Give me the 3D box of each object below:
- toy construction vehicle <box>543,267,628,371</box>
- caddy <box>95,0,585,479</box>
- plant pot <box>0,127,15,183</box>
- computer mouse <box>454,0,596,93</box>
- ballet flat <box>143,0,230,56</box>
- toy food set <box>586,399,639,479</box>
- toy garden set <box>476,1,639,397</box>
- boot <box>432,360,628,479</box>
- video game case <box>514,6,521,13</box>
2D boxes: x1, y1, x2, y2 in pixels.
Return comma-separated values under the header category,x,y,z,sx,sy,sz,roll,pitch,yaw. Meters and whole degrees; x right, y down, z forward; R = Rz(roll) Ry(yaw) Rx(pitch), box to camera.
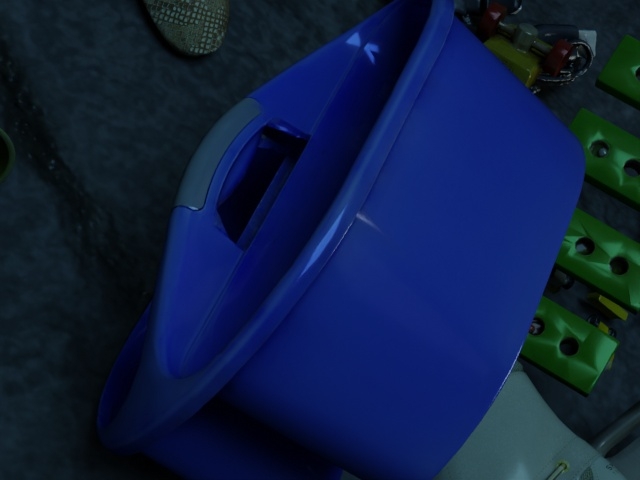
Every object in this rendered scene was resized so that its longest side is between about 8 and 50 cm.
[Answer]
category,x,y,z,sx,sy,sz,roll,pitch,yaw
toy construction vehicle,0.188,0.045,1.028,0.086,0.035,0.098,34,53,-24
caddy,0.000,0.000,0.804,0.179,0.241,0.341,38,51,-14
plant pot,-0.225,-0.076,0.816,0.083,0.083,0.079,5,51,-29
computer mouse,0.114,-0.249,1.095,0.189,0.072,0.272,-5,68,-32
ballet flat,-0.096,-0.230,0.975,0.073,0.067,0.206,-1,66,-32
toy food set,0.299,0.231,0.912,0.220,0.092,0.306,-38,86,3
toy garden set,0.160,-0.040,0.995,0.204,0.049,0.244,31,76,12
boot,0.072,0.166,0.858,0.213,0.077,0.165,-33,66,-14
video game case,0.101,-0.224,1.128,0.122,0.011,0.087,-3,68,-32
